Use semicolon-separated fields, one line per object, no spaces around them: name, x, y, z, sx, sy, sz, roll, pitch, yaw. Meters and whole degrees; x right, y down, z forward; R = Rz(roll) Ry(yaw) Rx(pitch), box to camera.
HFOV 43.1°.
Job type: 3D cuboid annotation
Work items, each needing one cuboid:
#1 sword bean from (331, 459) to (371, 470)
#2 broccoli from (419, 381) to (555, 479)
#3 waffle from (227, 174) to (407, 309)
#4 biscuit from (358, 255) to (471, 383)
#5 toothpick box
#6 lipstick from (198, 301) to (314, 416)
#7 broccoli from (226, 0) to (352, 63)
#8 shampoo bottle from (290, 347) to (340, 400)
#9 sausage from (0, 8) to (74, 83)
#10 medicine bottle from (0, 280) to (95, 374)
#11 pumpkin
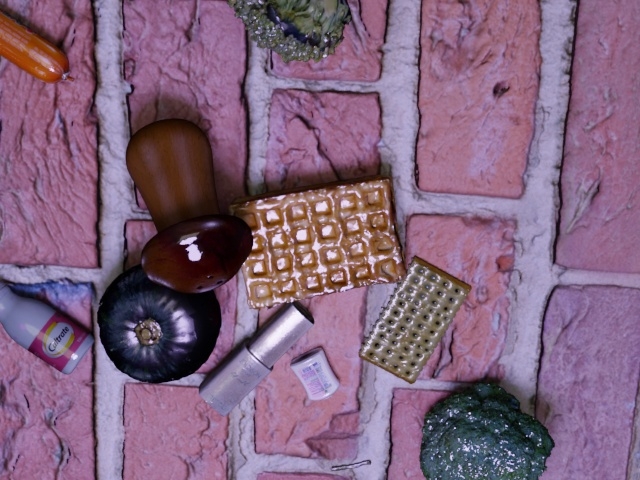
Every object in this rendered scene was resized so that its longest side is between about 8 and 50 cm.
sword bean;0.063;0.460;1.650;0.083;0.012;0.012;-11;102;0
broccoli;0.324;0.406;1.544;0.270;0.270;0.270;-43;135;8
waffle;0.000;0.000;1.508;0.308;0.091;0.212;-10;103;2
biscuit;0.181;0.159;1.584;0.139;0.016;0.231;28;101;-8
toothpick box;-0.232;-0.055;1.396;0.192;0.192;0.294;-21;67;3
lipstick;-0.122;0.221;1.559;0.079;0.077;0.253;43;99;-10
broccoli;-0.054;-0.427;1.405;0.180;0.273;0.242;-16;120;48
shampoo bottle;-0.007;0.268;1.590;0.072;0.043;0.099;-27;102;5
sausage;-0.536;-0.349;1.429;0.234;0.071;0.071;33;100;-8
medicine bottle;-0.540;0.161;1.531;0.217;0.090;0.090;36;99;-8
pumpkin;-0.295;0.150;1.498;0.233;0.163;0.232;0;99;1
